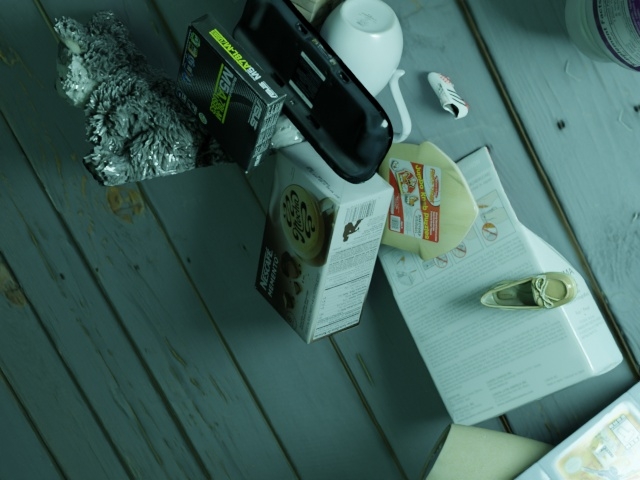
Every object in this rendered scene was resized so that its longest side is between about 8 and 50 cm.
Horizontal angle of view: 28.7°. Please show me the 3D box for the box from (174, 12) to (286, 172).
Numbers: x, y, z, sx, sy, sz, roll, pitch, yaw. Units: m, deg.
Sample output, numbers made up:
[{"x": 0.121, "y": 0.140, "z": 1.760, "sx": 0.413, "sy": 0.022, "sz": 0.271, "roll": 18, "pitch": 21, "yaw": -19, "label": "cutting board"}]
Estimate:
[{"x": -0.143, "y": -0.224, "z": 1.922, "sx": 0.184, "sy": 0.045, "sz": 0.191, "roll": 50, "pitch": 151, "yaw": 14, "label": "box"}]

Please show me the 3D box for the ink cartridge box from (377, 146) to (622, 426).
[{"x": 0.262, "y": 0.078, "z": 1.990, "sx": 0.308, "sy": 0.091, "sz": 0.385, "roll": -32, "pitch": 79, "yaw": 45, "label": "ink cartridge box"}]

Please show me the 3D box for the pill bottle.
[{"x": 0.423, "y": -0.288, "z": 1.485, "sx": 0.169, "sy": 0.169, "sz": 0.301, "roll": 62, "pitch": 163, "yaw": -12, "label": "pill bottle"}]

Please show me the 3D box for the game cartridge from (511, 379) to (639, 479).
[{"x": 0.448, "y": 0.356, "z": 1.856, "sx": 0.198, "sy": 0.297, "sz": 0.062, "roll": 51, "pitch": 172, "yaw": 18, "label": "game cartridge"}]

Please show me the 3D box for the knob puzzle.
[{"x": 0.172, "y": -0.062, "z": 1.953, "sx": 0.213, "sy": 0.030, "sz": 0.213, "roll": 16, "pitch": 113, "yaw": 42, "label": "knob puzzle"}]

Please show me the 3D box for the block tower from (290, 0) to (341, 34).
[{"x": 0.001, "y": -0.448, "z": 1.823, "sx": 0.097, "sy": 0.091, "sz": 0.335, "roll": 32, "pitch": 132, "yaw": 18, "label": "block tower"}]

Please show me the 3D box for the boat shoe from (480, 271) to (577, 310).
[{"x": 0.308, "y": 0.079, "z": 1.846, "sx": 0.153, "sy": 0.048, "sz": 0.056, "roll": -4, "pitch": 100, "yaw": 45, "label": "boat shoe"}]

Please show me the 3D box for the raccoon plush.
[{"x": -0.247, "y": -0.269, "z": 2.125, "sx": 0.446, "sy": 0.216, "sz": 0.299, "roll": -10, "pitch": 97, "yaw": 9, "label": "raccoon plush"}]

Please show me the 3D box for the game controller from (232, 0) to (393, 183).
[{"x": -0.014, "y": -0.231, "z": 1.845, "sx": 0.319, "sy": 0.067, "sz": 0.166, "roll": 50, "pitch": 141, "yaw": 13, "label": "game controller"}]

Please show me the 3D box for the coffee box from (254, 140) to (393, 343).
[{"x": 0.000, "y": 0.000, "z": 2.061, "sx": 0.168, "sy": 0.118, "sz": 0.297, "roll": 45, "pitch": 138, "yaw": 34, "label": "coffee box"}]

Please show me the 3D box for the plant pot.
[{"x": 0.297, "y": 0.413, "z": 1.988, "sx": 0.274, "sy": 0.256, "sz": 0.256, "roll": 28, "pitch": 133, "yaw": 2, "label": "plant pot"}]

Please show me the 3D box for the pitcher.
[{"x": 0.074, "y": -0.250, "z": 1.879, "sx": 0.177, "sy": 0.125, "sz": 0.207, "roll": 29, "pitch": 142, "yaw": 11, "label": "pitcher"}]

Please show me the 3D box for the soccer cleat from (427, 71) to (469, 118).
[{"x": 0.187, "y": -0.216, "z": 1.865, "sx": 0.083, "sy": 0.035, "sz": 0.029, "roll": 50, "pitch": 135, "yaw": 0, "label": "soccer cleat"}]
